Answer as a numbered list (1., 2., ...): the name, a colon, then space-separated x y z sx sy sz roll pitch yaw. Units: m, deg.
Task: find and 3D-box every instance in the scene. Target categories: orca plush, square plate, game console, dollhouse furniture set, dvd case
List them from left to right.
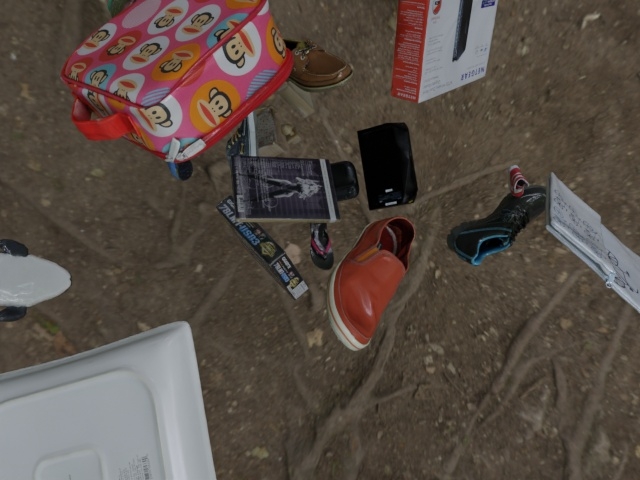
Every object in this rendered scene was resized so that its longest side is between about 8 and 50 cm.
1. orca plush: -0.621 0.091 1.027 0.102 0.287 0.151 -20 91 44
2. square plate: -0.294 0.308 0.692 0.344 0.049 0.347 -18 74 12
3. dollhouse furniture set: -0.221 -0.447 1.920 0.355 0.174 0.303 -26 57 22
4. dvd case: -0.076 -0.109 1.187 0.221 0.018 0.164 0 58 -16
5. game console: 0.077 -0.178 1.493 0.361 0.044 0.213 -8 89 29

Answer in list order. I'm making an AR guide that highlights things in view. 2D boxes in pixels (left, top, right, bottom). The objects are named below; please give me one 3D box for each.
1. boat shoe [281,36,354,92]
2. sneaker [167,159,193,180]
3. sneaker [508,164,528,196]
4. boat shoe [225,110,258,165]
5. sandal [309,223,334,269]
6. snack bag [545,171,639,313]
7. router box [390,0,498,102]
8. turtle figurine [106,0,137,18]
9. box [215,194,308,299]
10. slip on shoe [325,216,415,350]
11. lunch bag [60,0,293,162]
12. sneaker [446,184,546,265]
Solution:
1. boat shoe: -0.043 -0.475 1.487 0.307 0.104 0.111 24 59 42
2. sneaker: -0.417 -0.271 1.596 0.082 0.069 0.209 32 137 29
3. sneaker: 0.559 -0.150 1.575 0.042 0.118 0.067 -21 45 11
4. boat shoe: -0.207 -0.267 1.460 0.083 0.065 0.183 2 128 -1
5. sandal: 0.000 0.000 1.651 0.067 0.040 0.179 -7 81 -11
6. snack bag: 0.652 0.009 1.299 0.342 0.323 0.037 42 122 -2
7. router box: 0.306 -0.518 1.335 0.082 0.335 0.301 25 129 34
8. turtle figurine: -0.387 -0.468 1.203 0.234 0.118 0.175 40 103 20
9. box: -0.183 0.028 1.788 0.073 0.293 0.295 -41 61 -11
10. slip on shoe: 0.100 0.062 1.035 0.101 0.331 0.123 -30 109 39
11. lunch bag: -0.206 -0.220 0.729 0.258 0.120 0.293 -47 47 -16
12. sneaker: 0.554 -0.037 1.663 0.341 0.139 0.125 -33 123 2
